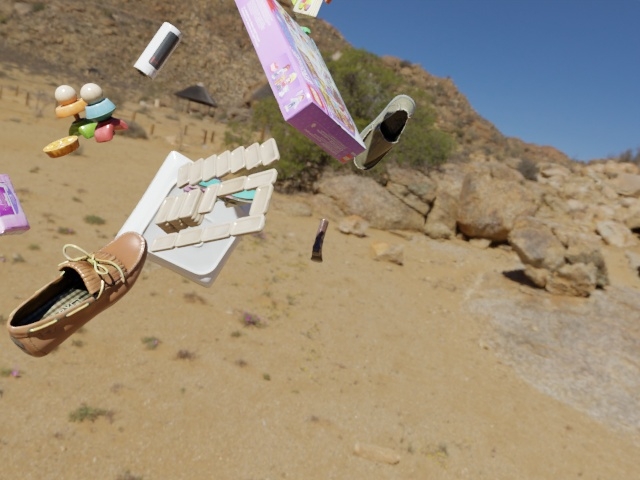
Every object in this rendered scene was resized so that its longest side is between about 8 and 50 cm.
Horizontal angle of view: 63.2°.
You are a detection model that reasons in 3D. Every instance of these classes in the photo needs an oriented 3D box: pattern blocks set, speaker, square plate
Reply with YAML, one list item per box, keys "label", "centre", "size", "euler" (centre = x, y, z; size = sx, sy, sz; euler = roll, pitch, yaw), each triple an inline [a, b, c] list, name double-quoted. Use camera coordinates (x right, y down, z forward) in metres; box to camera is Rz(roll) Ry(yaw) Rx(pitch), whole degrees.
- label: "pattern blocks set"
  centre: [-0.024, -0.865, 1.807]
  size: [0.026, 0.324, 0.285]
  euler: [18, 1, -35]
- label: "speaker"
  centre: [-0.394, -0.457, 1.264]
  size: [0.055, 0.136, 0.055]
  euler: [33, -5, 3]
- label: "square plate"
  centre: [-0.398, -0.046, 1.620]
  size: [0.347, 0.344, 0.049]
  euler: [31, 9, -31]

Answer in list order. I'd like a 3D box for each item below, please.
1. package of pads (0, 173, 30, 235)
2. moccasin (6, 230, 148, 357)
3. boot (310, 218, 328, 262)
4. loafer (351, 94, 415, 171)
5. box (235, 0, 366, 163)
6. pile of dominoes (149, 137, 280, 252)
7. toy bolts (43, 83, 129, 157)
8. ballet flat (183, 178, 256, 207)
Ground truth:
- label: "package of pads"
  centre: [-0.428, -0.045, 0.692]
  size: [0.032, 0.083, 0.050]
  euler: [-21, 2, 13]
- label: "moccasin"
  centre: [-0.567, 0.099, 1.238]
  size: [0.139, 0.147, 0.380]
  euler: [32, 52, 20]
- label: "boot"
  centre: [0.000, 0.000, 1.521]
  size: [0.037, 0.114, 0.106]
  euler: [12, -22, 2]
- label: "loafer"
  centre: [0.169, -0.293, 1.460]
  size: [0.094, 0.251, 0.087]
  euler: [31, 28, -8]
- label: "box"
  centre: [-0.035, -0.296, 0.930]
  size: [0.201, 0.057, 0.293]
  euler: [25, 38, -58]
- label: "pile of dominoes"
  centre: [-0.166, -0.067, 0.864]
  size: [0.251, 0.196, 0.040]
  euler: [-9, -38, 30]
- label: "toy bolts"
  centre: [-0.706, -0.360, 1.508]
  size: [0.229, 0.158, 0.218]
  euler: [-2, 34, 23]
- label: "ballet flat"
  centre: [-0.276, -0.130, 1.453]
  size: [0.221, 0.079, 0.077]
  euler: [10, 43, -31]
